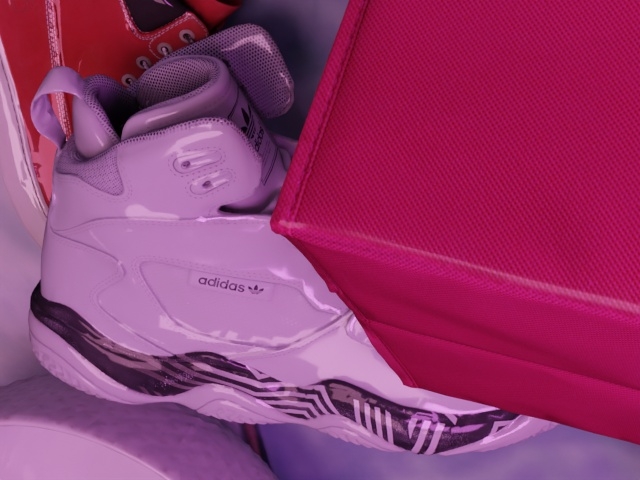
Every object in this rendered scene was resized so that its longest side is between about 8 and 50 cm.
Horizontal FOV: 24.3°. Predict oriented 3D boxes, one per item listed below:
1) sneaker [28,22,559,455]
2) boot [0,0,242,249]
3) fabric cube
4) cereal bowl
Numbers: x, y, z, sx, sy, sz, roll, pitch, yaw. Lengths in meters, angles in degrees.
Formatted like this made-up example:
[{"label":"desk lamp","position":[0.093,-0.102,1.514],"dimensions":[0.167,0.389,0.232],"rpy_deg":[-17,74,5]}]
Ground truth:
[{"label":"sneaker","position":[0.000,0.000,0.869],"dimensions":[0.366,0.137,0.210],"rpy_deg":[6,126,7]},{"label":"boot","position":[-0.117,-0.085,0.943],"dimensions":[0.176,0.088,0.244],"rpy_deg":[-5,113,26]},{"label":"fabric cube","position":[0.165,-0.052,0.621],"dimensions":[0.258,0.254,0.259],"rpy_deg":[15,166,19]},{"label":"cereal bowl","position":[-0.143,0.234,1.109],"dimensions":[0.339,0.141,0.339],"rpy_deg":[12,123,19]}]
